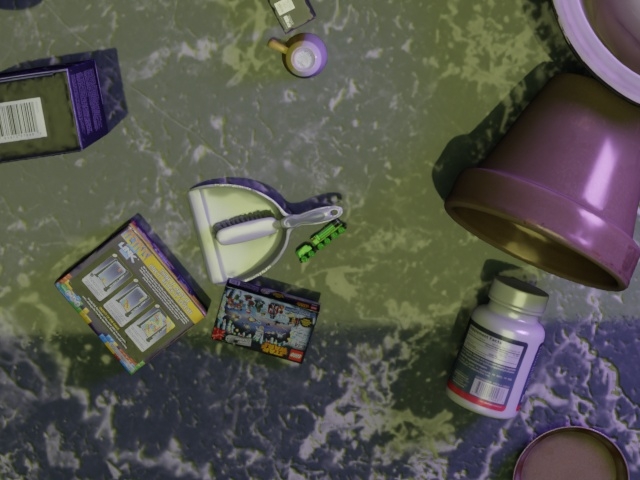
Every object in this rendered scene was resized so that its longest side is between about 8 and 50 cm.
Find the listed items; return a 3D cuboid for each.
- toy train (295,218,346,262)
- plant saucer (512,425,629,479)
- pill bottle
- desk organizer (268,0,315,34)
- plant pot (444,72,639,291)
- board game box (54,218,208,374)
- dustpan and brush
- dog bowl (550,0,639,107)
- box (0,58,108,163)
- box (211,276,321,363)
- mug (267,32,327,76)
[{"bbox_3d":[0.000,0.000,1.984,0.083,0.017,0.024,-38,88,7],"label":"toy train"},{"bbox_3d":[0.360,0.344,2.043,0.168,0.029,0.169,0,100,0],"label":"plant saucer"},{"bbox_3d":[0.251,0.146,1.964,0.107,0.108,0.180,18,101,-3],"label":"pill bottle"},{"bbox_3d":[-0.057,-0.346,1.898,0.047,0.050,0.130,-27,100,6],"label":"desk organizer"},{"bbox_3d":[0.328,-0.088,1.863,0.263,0.263,0.229,27,84,-5],"label":"plant pot"},{"bbox_3d":[-0.265,0.079,1.986,0.141,0.048,0.170,-37,98,5],"label":"board game box"},{"bbox_3d":[-0.072,-0.022,1.957,0.211,0.060,0.147,-14,101,4],"label":"dustpan and brush"},{"bbox_3d":[0.497,-0.349,1.788,0.407,0.150,0.408,0,88,18],"label":"dog bowl"},{"bbox_3d":[-0.375,-0.170,1.856,0.153,0.207,0.108,-9,101,1],"label":"box"},{"bbox_3d":[-0.077,0.113,1.987,0.137,0.027,0.094,15,120,-3],"label":"box"},{"bbox_3d":[-0.030,-0.246,1.911,0.078,0.064,0.062,-9,102,3],"label":"mug"}]
